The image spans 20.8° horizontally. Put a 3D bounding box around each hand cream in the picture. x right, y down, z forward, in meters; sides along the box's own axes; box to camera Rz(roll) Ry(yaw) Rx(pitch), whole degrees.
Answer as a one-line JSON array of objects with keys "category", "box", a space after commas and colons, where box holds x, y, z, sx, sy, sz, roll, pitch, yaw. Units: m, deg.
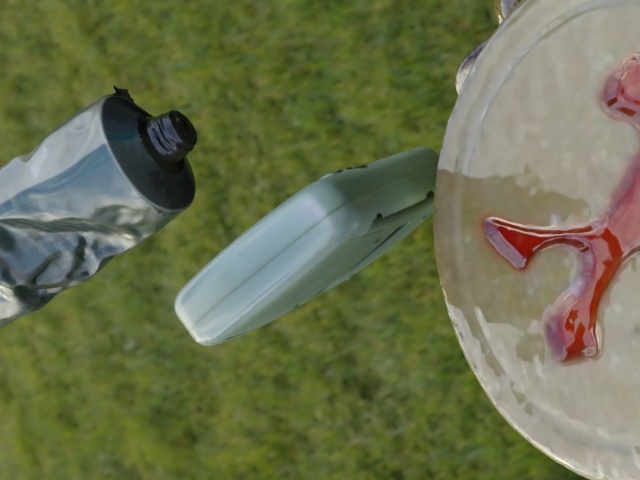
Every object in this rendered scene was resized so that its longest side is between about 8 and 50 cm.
[{"category": "hand cream", "box": [-0.143, 0.026, 0.673, 0.248, 0.075, 0.052, -37, 61, 19]}]

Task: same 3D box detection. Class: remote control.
[{"category": "remote control", "box": [0.000, 0.000, 1.164, 0.140, 0.296, 0.056, -41, 84, 18]}]

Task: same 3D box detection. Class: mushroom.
[{"category": "mushroom", "box": [0.170, -0.175, 1.566, 0.129, 0.073, 0.088, -56, 46, 43]}]

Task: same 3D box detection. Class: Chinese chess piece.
[{"category": "Chinese chess piece", "box": [0.220, -0.014, 1.042, 0.338, 0.140, 0.338, 2, 93, 49]}]

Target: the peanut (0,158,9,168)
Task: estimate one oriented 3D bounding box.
[{"category": "peanut", "box": [-0.249, 0.024, 1.053, 0.093, 0.194, 0.083, 42, 169, 12]}]
